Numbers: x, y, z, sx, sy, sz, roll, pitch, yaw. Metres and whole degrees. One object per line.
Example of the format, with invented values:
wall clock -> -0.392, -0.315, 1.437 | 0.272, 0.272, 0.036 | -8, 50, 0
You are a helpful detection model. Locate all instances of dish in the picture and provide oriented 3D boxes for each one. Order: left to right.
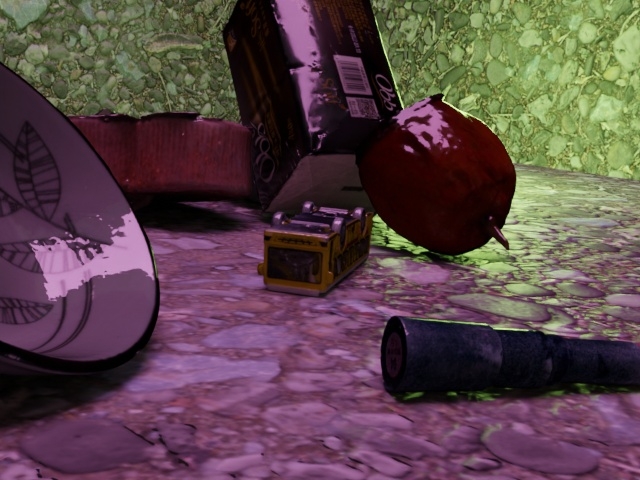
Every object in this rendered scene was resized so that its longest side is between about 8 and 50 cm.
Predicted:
dish -> -0.260, -0.014, 0.598 | 0.106, 0.316, 0.316 | -39, -2, 17

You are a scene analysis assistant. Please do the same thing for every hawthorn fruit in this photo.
hawthorn fruit -> 0.166, -0.073, 1.114 | 0.189, 0.190, 0.251 | -7, 38, -46

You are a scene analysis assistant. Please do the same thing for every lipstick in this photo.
lipstick -> 0.162, 0.087, 0.627 | 0.234, 0.054, 0.053 | 4, 10, -14

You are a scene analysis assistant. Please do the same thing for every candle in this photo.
candle -> -0.254, -0.099, 1.260 | 0.316, 0.132, 0.287 | 2, -2, 1

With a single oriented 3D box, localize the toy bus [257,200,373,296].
toy bus -> 0.000, 0.000, 0.954 | 0.081, 0.074, 0.226 | 8, 11, 12

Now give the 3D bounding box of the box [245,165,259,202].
box -> -0.051, -0.128, 1.537 | 0.336, 0.106, 0.264 | -2, 13, -34

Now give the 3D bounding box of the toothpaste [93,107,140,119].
toothpaste -> -0.287, -0.172, 1.345 | 0.057, 0.035, 0.197 | -30, -17, 24

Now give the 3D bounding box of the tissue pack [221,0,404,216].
tissue pack -> -0.002, -0.226, 1.322 | 0.209, 0.370, 0.198 | 4, -31, -31
